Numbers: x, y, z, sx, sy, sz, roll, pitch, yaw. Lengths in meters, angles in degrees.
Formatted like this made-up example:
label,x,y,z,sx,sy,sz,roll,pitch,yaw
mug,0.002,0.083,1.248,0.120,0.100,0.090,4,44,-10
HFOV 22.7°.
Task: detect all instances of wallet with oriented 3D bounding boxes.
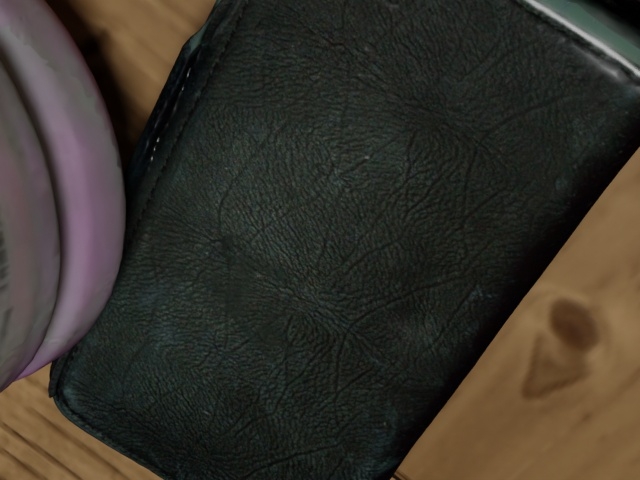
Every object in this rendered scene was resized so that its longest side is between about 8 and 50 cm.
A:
label,x,y,z,sx,sy,sz,roll,pitch,yaw
wallet,0.000,0.000,0.659,0.172,0.045,0.318,30,127,1

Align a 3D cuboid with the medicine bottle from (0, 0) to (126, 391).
label,x,y,z,sx,sy,sz,roll,pitch,yaw
medicine bottle,-0.246,0.013,0.576,0.212,0.325,0.212,14,116,30
